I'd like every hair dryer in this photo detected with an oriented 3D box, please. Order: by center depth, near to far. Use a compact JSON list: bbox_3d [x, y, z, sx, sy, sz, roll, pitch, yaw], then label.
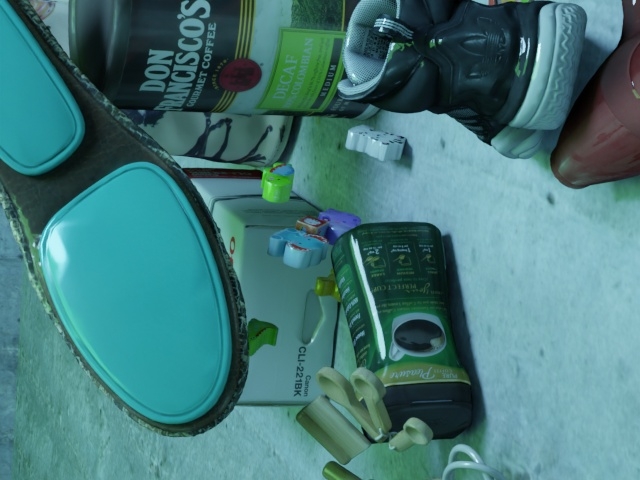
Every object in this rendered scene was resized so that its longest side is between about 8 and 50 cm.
[{"bbox_3d":[0.219,-0.148,0.942,0.224,0.080,0.293,-90,17,-57],"label":"hair dryer"}]

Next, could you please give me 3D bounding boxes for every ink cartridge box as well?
[{"bbox_3d":[-0.081,0.044,1.612,0.273,0.114,0.197,-145,59,-64],"label":"ink cartridge box"}]

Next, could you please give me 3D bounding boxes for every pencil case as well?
[{"bbox_3d":[-0.227,-0.191,1.593,0.160,0.410,0.184,47,125,58],"label":"pencil case"}]

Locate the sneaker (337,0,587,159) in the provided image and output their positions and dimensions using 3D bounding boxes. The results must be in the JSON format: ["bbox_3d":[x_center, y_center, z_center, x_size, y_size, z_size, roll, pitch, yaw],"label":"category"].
[{"bbox_3d":[0.092,-0.125,1.037,0.268,0.153,0.101,76,-153,-88],"label":"sneaker"}]

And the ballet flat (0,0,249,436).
[{"bbox_3d":[-0.206,-0.045,1.296,0.483,0.164,0.182,55,179,8],"label":"ballet flat"}]

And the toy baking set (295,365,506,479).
[{"bbox_3d":[0.076,0.193,1.167,0.256,0.030,0.197,33,152,22],"label":"toy baking set"}]

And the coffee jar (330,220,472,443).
[{"bbox_3d":[0.069,0.080,1.251,0.079,0.096,0.184,121,144,-60],"label":"coffee jar"}]

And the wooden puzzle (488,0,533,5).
[{"bbox_3d":[0.152,-0.188,1.167,0.083,0.006,0.049,138,130,-62],"label":"wooden puzzle"}]

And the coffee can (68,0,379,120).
[{"bbox_3d":[-0.083,-0.218,1.402,0.201,0.275,0.202,180,90,-69],"label":"coffee can"}]

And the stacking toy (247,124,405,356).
[{"bbox_3d":[0.000,0.000,1.317,0.052,0.221,0.167,20,114,23],"label":"stacking toy"}]
